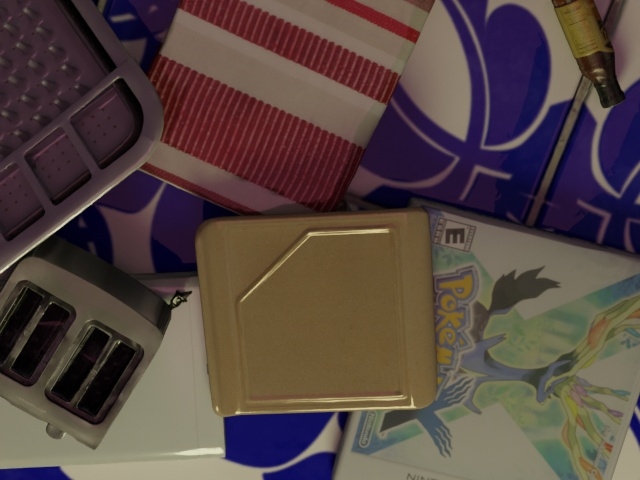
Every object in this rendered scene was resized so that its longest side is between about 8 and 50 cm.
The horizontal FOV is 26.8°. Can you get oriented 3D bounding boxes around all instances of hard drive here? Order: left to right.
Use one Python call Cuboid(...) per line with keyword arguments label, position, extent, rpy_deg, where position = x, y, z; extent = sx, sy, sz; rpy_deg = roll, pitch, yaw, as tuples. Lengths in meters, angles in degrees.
Cuboid(label="hard drive", position=(-0.259, 0.139, 1.426), extent=(0.307, 0.040, 0.203), rpy_deg=(-3, 102, -3))

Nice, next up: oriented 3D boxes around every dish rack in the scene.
Cuboid(label="dish rack", position=(-0.321, -0.139, 1.296), extent=(0.285, 0.072, 0.333), rpy_deg=(-37, 75, 6))

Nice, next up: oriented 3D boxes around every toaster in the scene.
Cuboid(label="toaster", position=(-0.249, 0.096, 1.340), extent=(0.168, 0.110, 0.185), rpy_deg=(32, 98, -10))

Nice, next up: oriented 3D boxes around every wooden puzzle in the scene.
Cuboid(label="wooden puzzle", position=(-0.001, 0.074, 1.388), extent=(0.239, 0.044, 0.221), rpy_deg=(-4, 109, 1))

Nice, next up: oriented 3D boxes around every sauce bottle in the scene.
Cuboid(label="sauce bottle", position=(0.278, -0.199, 1.378), extent=(0.042, 0.042, 0.128), rpy_deg=(-25, 105, 3))

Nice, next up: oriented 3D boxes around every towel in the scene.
Cuboid(label="towel", position=(-0.039, -0.186, 1.361), extent=(0.237, 0.037, 0.329), rpy_deg=(24, 98, -7))

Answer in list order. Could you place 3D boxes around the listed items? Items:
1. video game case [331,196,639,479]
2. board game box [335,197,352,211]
Cuboid(label="video game case", position=(0.197, 0.145, 1.450), extent=(0.300, 0.036, 0.329), rpy_deg=(14, 101, -6))
Cuboid(label="board game box", position=(0.000, 0.000, 1.417), extent=(0.090, 0.020, 0.090), rpy_deg=(-31, 102, 4))
